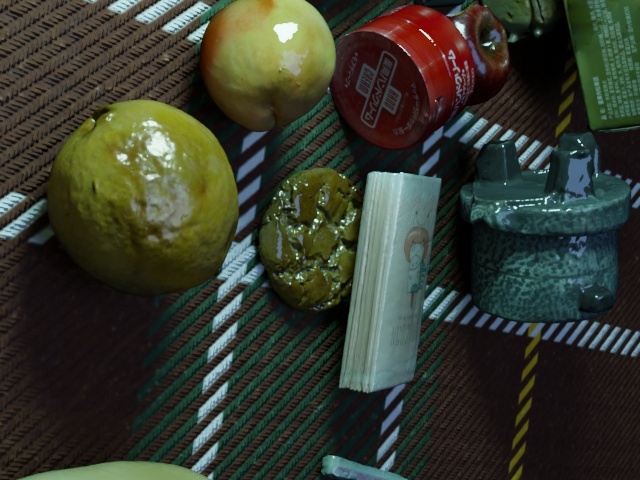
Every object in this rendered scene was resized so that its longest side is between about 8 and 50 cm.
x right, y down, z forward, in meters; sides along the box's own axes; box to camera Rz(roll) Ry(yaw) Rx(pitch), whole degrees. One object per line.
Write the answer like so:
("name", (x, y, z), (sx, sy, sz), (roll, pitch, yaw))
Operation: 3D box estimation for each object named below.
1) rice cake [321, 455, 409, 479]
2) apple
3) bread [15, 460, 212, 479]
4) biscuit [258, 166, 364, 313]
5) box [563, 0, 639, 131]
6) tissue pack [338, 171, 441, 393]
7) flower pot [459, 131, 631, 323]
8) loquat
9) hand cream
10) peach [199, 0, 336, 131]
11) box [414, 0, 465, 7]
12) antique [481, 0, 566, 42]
("rice cake", (0.074, 0.369, 1.695), (0.207, 0.033, 0.033), (27, 64, -43))
("apple", (0.203, -0.280, 1.690), (0.156, 0.158, 0.147), (22, 63, -42))
("bread", (-0.232, 0.432, 1.250), (0.376, 0.253, 0.348), (7, 84, -46))
("biscuit", (0.000, 0.000, 1.592), (0.226, 0.042, 0.226), (-4, 95, -45))
("box", (0.509, -0.455, 1.874), (0.373, 0.138, 0.420), (-66, 143, -48))
("tissue pack", (0.108, 0.060, 1.643), (0.170, 0.071, 0.325), (1, 96, -64))
("flower pot", (0.356, -0.026, 1.772), (0.299, 0.299, 0.283), (-16, 111, -43))
("loquat", (-0.206, -0.047, 1.283), (0.238, 0.193, 0.238), (1, 88, -51))
("hand cream", (0.119, -0.239, 1.590), (0.125, 0.193, 0.193), (-38, 118, -36))
("peach", (-0.069, -0.230, 1.410), (0.184, 0.184, 0.184), (-4, 95, -44))
("box", (0.194, -0.442, 1.761), (0.125, 0.027, 0.126), (-16, 104, -43))
("antique", (0.324, -0.478, 1.818), (0.150, 0.125, 0.284), (-32, 114, -37))
